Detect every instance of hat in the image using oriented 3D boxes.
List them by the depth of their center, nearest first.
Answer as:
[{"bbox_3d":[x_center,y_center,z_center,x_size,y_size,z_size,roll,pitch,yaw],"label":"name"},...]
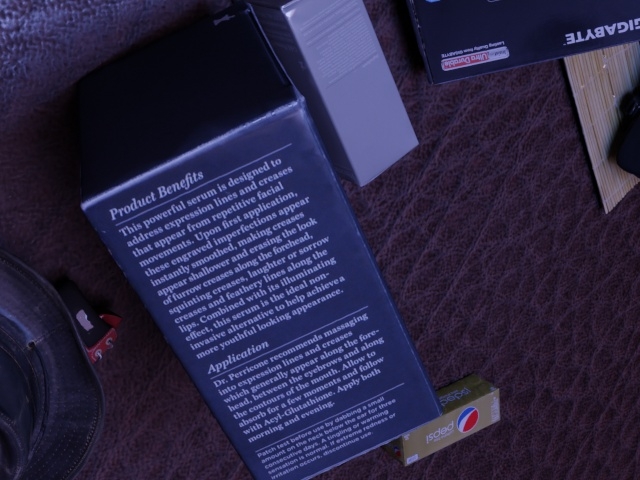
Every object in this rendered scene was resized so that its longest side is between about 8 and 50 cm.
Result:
[{"bbox_3d":[-0.372,0.169,0.966,0.331,0.134,0.332,-3,107,-10],"label":"hat"}]

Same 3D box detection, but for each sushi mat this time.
[{"bbox_3d":[0.440,-0.206,1.499,0.151,0.019,0.317,-37,124,-18],"label":"sushi mat"}]

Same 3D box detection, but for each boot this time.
[{"bbox_3d":[-0.280,0.173,1.125,0.176,0.088,0.244,-29,118,-23],"label":"boot"}]

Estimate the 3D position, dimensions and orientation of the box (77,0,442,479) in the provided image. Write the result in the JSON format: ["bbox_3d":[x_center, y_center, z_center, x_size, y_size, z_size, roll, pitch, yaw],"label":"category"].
[{"bbox_3d":[-0.065,0.005,1.040,0.211,0.293,0.396,-25,122,1],"label":"box"}]

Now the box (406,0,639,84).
[{"bbox_3d":[0.236,-0.351,1.169,0.295,0.073,0.293,-9,121,17],"label":"box"}]

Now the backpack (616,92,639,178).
[{"bbox_3d":[0.660,-0.189,1.517,0.355,0.273,0.290,-7,130,-54],"label":"backpack"}]

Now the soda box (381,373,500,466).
[{"bbox_3d":[0.177,0.262,1.474,0.181,0.061,0.058,-19,117,-27],"label":"soda box"}]

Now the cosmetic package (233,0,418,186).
[{"bbox_3d":[0.009,-0.192,1.152,0.107,0.127,0.238,-35,121,-19],"label":"cosmetic package"}]
